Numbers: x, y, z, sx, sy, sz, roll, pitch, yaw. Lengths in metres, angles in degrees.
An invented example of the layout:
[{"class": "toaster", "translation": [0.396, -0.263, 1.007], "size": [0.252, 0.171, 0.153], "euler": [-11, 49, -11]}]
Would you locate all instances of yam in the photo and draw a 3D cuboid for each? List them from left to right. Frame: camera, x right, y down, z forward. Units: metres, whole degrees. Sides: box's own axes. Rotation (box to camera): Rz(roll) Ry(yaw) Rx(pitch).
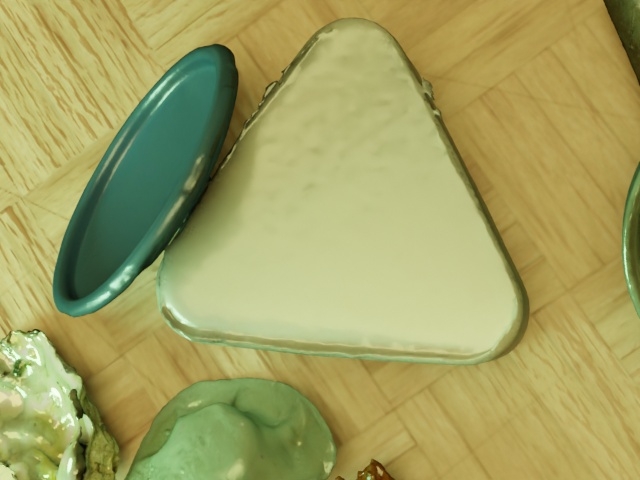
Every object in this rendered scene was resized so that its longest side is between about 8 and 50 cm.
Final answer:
[{"class": "yam", "translation": [0.314, -0.162, 1.089], "size": [0.068, 0.068, 0.169], "euler": [-23, 80, 10]}]

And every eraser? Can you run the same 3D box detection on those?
[{"class": "eraser", "translation": [0.000, 0.000, 1.110], "size": [0.331, 0.150, 0.331], "euler": [-1, 85, 10]}]

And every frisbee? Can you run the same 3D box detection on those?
[{"class": "frisbee", "translation": [-0.153, -0.051, 1.114], "size": [0.049, 0.289, 0.289], "euler": [31, 93, -24]}]

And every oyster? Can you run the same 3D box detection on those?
[{"class": "oyster", "translation": [-0.262, 0.180, 1.199], "size": [0.209, 0.072, 0.132], "euler": [40, 101, 33]}]

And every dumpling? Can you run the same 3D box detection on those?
[{"class": "dumpling", "translation": [-0.095, 0.203, 1.132], "size": [0.219, 0.108, 0.152], "euler": [-17, 82, 9]}]

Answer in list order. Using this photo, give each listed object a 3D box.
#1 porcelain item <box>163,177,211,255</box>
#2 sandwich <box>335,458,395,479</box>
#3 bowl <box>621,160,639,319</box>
[{"class": "porcelain item", "translation": [-0.120, -0.038, 1.204], "size": [0.075, 0.021, 0.136], "euler": [-3, 85, 9]}, {"class": "sandwich", "translation": [0.063, 0.313, 1.095], "size": [0.185, 0.109, 0.160], "euler": [32, 65, 10]}, {"class": "bowl", "translation": [0.379, -0.019, 1.004], "size": [0.289, 0.146, 0.289], "euler": [0, 103, 0]}]
